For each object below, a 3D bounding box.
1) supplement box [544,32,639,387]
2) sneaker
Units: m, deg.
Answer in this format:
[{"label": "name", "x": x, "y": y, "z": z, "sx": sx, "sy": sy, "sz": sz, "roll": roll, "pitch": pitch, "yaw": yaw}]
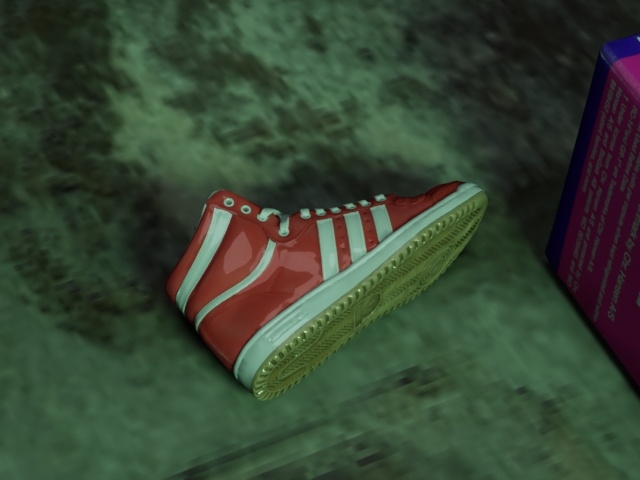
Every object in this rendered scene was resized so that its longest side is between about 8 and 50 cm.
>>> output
[{"label": "supplement box", "x": 0.180, "y": 0.031, "z": 0.628, "sx": 0.111, "sy": 0.114, "sz": 0.220, "roll": -17, "pitch": 53, "yaw": -21}, {"label": "sneaker", "x": 0.000, "y": 0.000, "z": 0.687, "sx": 0.118, "sy": 0.042, "sz": 0.067, "roll": -34, "pitch": 62, "yaw": -28}]
